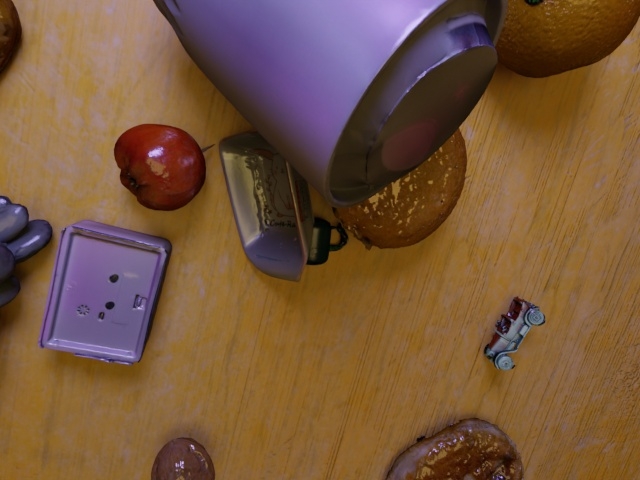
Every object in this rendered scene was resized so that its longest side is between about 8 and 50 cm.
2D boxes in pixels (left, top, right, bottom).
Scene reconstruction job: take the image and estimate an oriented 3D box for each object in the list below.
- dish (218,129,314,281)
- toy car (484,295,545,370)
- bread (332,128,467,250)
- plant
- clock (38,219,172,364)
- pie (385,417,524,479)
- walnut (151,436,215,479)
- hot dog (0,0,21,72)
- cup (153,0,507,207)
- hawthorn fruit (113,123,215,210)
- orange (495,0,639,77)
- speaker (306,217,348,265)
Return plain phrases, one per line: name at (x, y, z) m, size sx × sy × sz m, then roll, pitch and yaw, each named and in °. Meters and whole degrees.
dish at (-0.067, -0.051, 0.629) m, size 0.064 × 0.153 × 0.235 m, roll -24°, pitch 111°, yaw -43°
toy car at (0.374, 0.182, 0.804) m, size 0.054 × 0.073 × 0.143 m, roll 32°, pitch 96°, yaw -2°
bread at (0.112, -0.107, 0.639) m, size 0.239 × 0.139 × 0.240 m, roll -3°, pitch 104°, yaw -12°
plant at (-0.488, 0.066, 0.552) m, size 0.275 × 0.149 × 0.146 m, roll -65°, pitch 151°, yaw -10°
clock at (-0.323, 0.078, 0.623) m, size 0.146 × 0.071 × 0.192 m, roll 14°, pitch 100°, yaw -16°
pie at (0.290, 0.515, 0.857) m, size 0.314 × 0.092 × 0.316 m, roll -2°, pitch 103°, yaw -11°
walnut at (-0.236, 0.400, 0.705) m, size 0.105 × 0.105 × 0.125 m, roll -18°, pitch 92°, yaw -8°
hot dog at (-0.514, -0.301, 0.465) m, size 0.272 × 0.122 × 0.196 m, roll 37°, pitch 94°, yaw -19°
cup at (-0.012, -0.233, 0.460) m, size 0.253 × 0.253 × 0.371 m, roll -46°, pitch 73°, yaw 1°
hawthorn fruit at (-0.216, -0.105, 0.578) m, size 0.140 × 0.125 × 0.125 m, roll -18°, pitch 106°, yaw -6°
orange at (0.342, -0.358, 0.591) m, size 0.235 × 0.236 × 0.237 m, roll -3°, pitch 104°, yaw -12°
speaker at (-0.002, -0.001, 0.691) m, size 0.094 × 0.060 × 0.076 m, roll -7°, pitch 108°, yaw -47°
